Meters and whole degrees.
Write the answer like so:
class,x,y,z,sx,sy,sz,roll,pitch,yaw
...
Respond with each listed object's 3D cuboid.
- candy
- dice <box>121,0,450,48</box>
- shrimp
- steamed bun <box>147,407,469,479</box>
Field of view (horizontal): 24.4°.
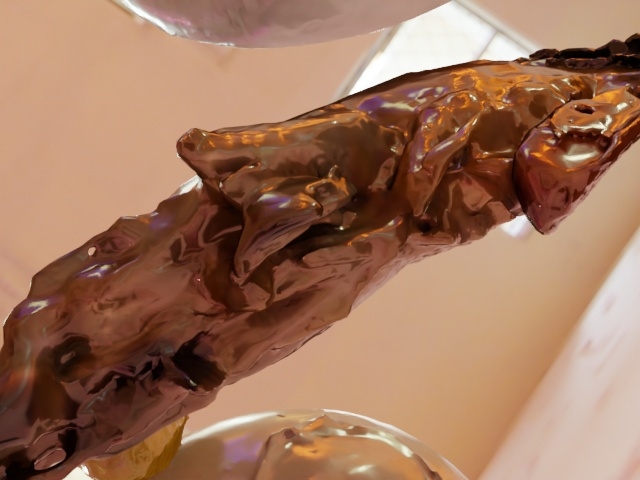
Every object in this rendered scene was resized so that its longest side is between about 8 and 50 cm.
class,x,y,z,sx,sy,sz,roll,pitch,yaw
candy,-0.127,0.097,0.939,0.094,0.106,0.199,-16,19,2
dice,-0.019,-0.297,0.995,0.268,0.264,0.263,-33,-54,-32
shrimp,-0.008,-0.003,0.362,0.262,0.066,0.117,-35,8,-35
steamed bun,-0.041,0.292,1.056,0.374,0.374,0.241,-54,28,-7
